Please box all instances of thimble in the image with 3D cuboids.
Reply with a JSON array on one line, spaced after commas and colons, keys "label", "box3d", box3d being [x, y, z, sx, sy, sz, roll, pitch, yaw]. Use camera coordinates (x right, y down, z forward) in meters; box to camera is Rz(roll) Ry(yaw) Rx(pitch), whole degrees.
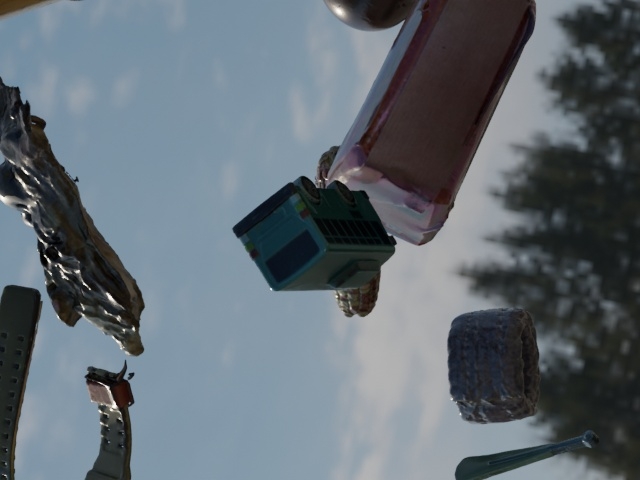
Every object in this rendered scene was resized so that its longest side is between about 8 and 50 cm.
[{"label": "thimble", "box3d": [0.225, 0.161, 2.407, 0.150, 0.097, 0.150, -4, -90, -72]}]

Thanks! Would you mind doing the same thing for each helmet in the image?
[{"label": "helmet", "box3d": [0.059, -0.304, 2.253, 0.106, 0.155, 0.175, -61, 28, 27]}]

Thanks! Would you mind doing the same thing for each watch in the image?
[{"label": "watch", "box3d": [-0.264, 0.182, 1.909, 0.165, 0.102, 0.268, 4, -86, -49]}]

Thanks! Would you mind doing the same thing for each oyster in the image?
[{"label": "oyster", "box3d": [-0.307, -0.029, 2.184, 0.361, 0.096, 0.221, 64, -178, -16]}]

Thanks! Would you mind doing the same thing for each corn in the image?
[{"label": "corn", "box3d": [0.037, -0.007, 2.305, 0.079, 0.079, 0.237, -59, -28, -51]}]

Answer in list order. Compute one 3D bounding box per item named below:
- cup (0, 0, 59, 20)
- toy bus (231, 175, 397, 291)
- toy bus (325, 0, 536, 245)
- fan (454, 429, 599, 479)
[{"label": "cup", "box3d": [-0.375, -0.358, 2.281, 0.279, 0.196, 0.196, -37, -41, -47]}, {"label": "toy bus", "box3d": [0.000, 0.000, 1.719, 0.079, 0.092, 0.160, -37, -16, 21]}, {"label": "toy bus", "box3d": [0.117, -0.144, 1.875, 0.303, 0.127, 0.147, -63, 3, -25]}, {"label": "fan", "box3d": [0.231, 0.242, 2.113, 0.016, 0.193, 0.038, 40, -135, -34]}]
